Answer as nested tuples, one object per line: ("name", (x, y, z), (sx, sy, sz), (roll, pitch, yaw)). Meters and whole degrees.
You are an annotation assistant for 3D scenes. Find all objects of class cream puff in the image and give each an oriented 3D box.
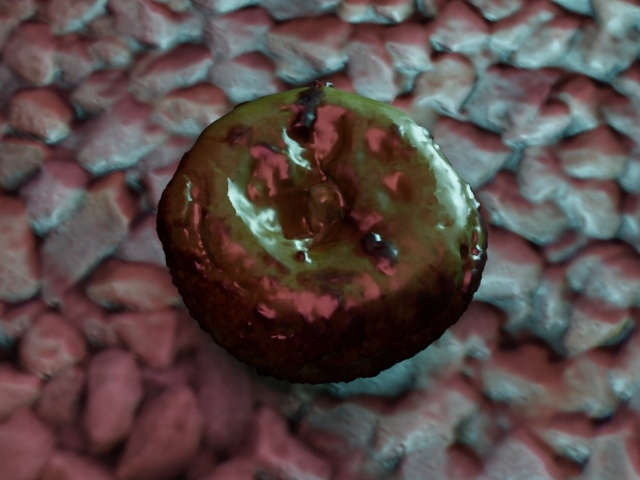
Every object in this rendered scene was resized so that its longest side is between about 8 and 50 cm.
("cream puff", (0.000, 0.000, 0.612), (0.149, 0.084, 0.149), (3, 58, -4))
